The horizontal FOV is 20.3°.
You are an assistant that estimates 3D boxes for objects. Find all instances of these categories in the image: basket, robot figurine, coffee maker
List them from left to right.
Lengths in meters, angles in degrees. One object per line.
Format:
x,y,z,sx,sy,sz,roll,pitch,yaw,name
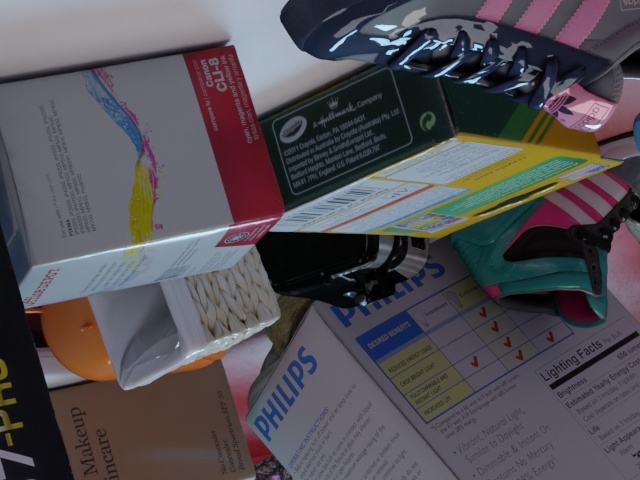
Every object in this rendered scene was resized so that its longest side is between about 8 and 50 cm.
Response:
-0.166,0.065,1.665,0.219,0.158,0.128,-4,147,-48,robot figurine
-0.119,0.018,1.420,0.103,0.167,0.113,-14,169,-39,basket
0.000,0.000,1.691,0.171,0.120,0.178,5,175,20,coffee maker

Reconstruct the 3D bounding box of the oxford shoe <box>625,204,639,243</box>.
0.523,-0.060,2.098,0.348,0.123,0.130,-22,162,20,oxford shoe

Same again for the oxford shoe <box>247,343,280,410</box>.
0.095,0.111,2.314,0.449,0.169,0.130,-30,-154,22,oxford shoe

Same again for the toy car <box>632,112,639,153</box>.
0.396,-0.144,1.472,0.219,0.210,0.238,-28,142,-12,toy car

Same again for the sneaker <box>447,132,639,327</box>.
0.283,-0.003,1.860,0.295,0.178,0.124,-15,169,-8,sneaker

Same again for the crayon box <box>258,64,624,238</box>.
0.092,-0.074,1.484,0.203,0.083,0.323,-23,166,29,crayon box

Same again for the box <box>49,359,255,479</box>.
-0.243,0.229,1.858,0.311,0.148,0.121,-12,166,-28,box

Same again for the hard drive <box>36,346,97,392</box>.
-0.328,0.158,1.858,0.203,0.040,0.307,-24,166,30,hard drive

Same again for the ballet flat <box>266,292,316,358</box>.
-0.001,0.085,2.067,0.123,0.123,0.348,-21,168,19,ballet flat

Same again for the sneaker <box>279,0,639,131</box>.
0.131,-0.130,1.146,0.319,0.131,0.112,-11,168,-26,sneaker

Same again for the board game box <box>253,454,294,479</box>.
0.004,0.326,2.275,0.291,0.141,0.232,-29,170,17,board game box

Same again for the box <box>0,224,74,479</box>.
-0.282,0.134,1.148,0.097,0.395,0.318,-10,168,-39,box

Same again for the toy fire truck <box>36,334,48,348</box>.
-0.336,0.145,2.008,0.135,0.047,0.192,-11,167,-30,toy fire truck

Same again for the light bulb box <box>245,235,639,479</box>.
0.182,0.198,1.927,0.358,0.361,0.225,-26,157,-40,light bulb box

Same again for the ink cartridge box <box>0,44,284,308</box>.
-0.138,-0.039,1.198,0.176,0.127,0.128,-12,168,-23,ink cartridge box
